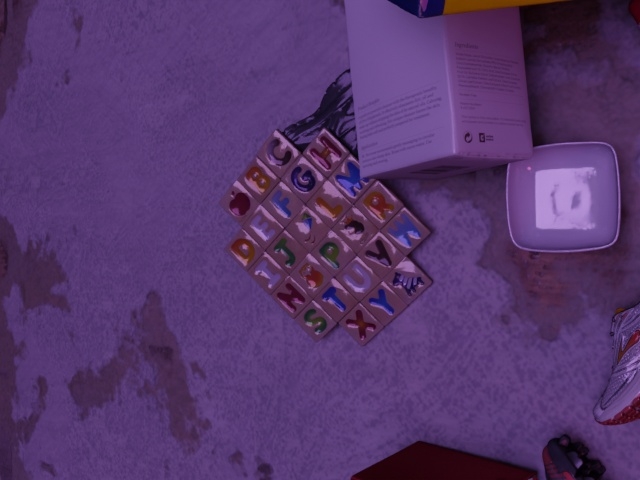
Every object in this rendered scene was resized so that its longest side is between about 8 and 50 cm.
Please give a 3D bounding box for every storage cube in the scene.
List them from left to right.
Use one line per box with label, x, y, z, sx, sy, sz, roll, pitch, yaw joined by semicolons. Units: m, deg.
storage cube;0.167;0.405;0.853;0.193;0.215;0.183;2;93;40

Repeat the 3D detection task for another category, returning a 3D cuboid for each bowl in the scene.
bowl;0.322;-0.055;0.825;0.142;0.053;0.141;-1;90;33

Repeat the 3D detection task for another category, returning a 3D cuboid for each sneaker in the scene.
sneaker;0.017;-0.150;1.004;0.286;0.109;0.130;-42;76;30
sneaker;0.339;0.394;0.799;0.135;0.098;0.276;-31;76;29
sneaker;0.401;0.133;0.771;0.093;0.088;0.225;43;115;48

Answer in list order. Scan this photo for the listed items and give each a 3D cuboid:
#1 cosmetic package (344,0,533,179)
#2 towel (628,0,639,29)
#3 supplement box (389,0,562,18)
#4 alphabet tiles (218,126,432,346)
cosmetic package;0.149;-0.276;0.845;0.197;0.155;0.365;-5;88;56
towel;0.507;-0.223;0.708;0.199;0.031;0.274;-31;74;32
supplement box;0.209;-0.360;0.617;0.194;0.357;0.195;-127;31;-46
alphabet tiles;0.000;0.000;1.005;0.342;0.011;0.285;45;117;4
